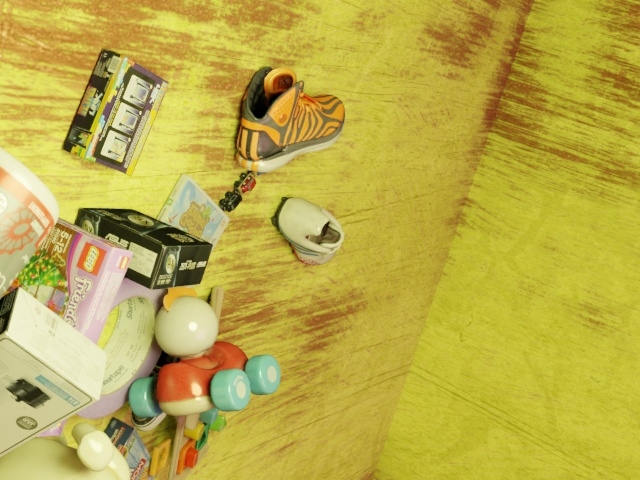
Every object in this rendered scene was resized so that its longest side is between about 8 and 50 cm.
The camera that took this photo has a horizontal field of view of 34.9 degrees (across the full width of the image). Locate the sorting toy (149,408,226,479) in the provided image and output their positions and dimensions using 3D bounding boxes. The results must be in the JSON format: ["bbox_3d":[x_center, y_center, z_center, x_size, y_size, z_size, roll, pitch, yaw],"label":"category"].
[{"bbox_3d":[-0.265,0.416,2.194,0.348,0.047,0.196,-46,147,-61],"label":"sorting toy"}]

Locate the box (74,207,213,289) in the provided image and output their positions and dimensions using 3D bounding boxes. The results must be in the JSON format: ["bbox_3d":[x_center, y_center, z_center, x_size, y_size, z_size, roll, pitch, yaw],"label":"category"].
[{"bbox_3d":[-0.296,0.011,1.685,0.147,0.180,0.077,-1,111,-64],"label":"box"}]

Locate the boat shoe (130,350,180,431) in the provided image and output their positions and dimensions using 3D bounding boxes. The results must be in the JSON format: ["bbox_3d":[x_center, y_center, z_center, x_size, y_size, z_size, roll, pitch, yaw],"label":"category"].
[{"bbox_3d":[-0.321,0.264,1.997,0.070,0.078,0.219,56,51,-63],"label":"boat shoe"}]

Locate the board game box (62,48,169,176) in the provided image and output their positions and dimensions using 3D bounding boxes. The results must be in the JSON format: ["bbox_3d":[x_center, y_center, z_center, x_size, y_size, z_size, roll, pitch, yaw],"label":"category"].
[{"bbox_3d":[-0.321,-0.200,1.614,0.170,0.048,0.141,-68,158,-1],"label":"board game box"}]

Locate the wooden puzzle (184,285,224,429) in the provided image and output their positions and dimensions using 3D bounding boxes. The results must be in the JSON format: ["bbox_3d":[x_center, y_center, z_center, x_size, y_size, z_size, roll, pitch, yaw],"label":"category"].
[{"bbox_3d":[-0.244,0.235,2.084,0.239,0.044,0.221,-87,-172,-67],"label":"wooden puzzle"}]

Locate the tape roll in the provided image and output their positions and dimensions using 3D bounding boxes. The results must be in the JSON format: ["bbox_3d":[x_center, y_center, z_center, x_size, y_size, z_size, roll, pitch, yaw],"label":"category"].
[{"bbox_3d":[-0.377,0.166,1.768,0.275,0.090,0.275,-45,148,-39],"label":"tape roll"}]

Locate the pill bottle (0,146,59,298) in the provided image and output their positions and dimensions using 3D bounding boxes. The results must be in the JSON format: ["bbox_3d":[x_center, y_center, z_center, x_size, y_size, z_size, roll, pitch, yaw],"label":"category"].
[{"bbox_3d":[-0.504,0.047,1.244,0.363,0.210,0.210,-58,155,-19],"label":"pill bottle"}]

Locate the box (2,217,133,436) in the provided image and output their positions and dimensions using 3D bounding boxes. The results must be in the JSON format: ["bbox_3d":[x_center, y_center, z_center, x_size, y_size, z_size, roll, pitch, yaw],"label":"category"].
[{"bbox_3d":[-0.417,0.112,1.496,0.057,0.201,0.293,19,92,-66],"label":"box"}]

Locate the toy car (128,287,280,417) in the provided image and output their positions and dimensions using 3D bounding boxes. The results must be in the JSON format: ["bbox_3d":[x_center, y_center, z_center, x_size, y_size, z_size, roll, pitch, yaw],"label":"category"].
[{"bbox_3d":[-0.220,0.180,1.822,0.210,0.219,0.238,-16,96,-61],"label":"toy car"}]

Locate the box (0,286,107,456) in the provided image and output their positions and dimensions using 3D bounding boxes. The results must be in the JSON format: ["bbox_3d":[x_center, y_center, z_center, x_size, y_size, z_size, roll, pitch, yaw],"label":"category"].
[{"bbox_3d":[-0.450,0.201,1.363,0.169,0.290,0.087,46,25,-33],"label":"box"}]

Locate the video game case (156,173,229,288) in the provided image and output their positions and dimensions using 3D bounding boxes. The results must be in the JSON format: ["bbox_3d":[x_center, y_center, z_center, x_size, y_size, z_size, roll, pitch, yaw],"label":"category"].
[{"bbox_3d":[-0.261,-0.001,1.945,0.193,0.023,0.212,-62,156,-12],"label":"video game case"}]

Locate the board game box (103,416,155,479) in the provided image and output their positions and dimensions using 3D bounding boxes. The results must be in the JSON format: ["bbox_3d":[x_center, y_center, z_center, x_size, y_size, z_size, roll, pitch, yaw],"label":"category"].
[{"bbox_3d":[-0.402,0.471,2.020,0.194,0.060,0.194,-60,155,-16],"label":"board game box"}]

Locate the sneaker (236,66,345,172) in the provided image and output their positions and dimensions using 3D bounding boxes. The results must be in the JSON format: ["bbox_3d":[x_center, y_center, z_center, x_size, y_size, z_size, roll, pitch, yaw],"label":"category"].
[{"bbox_3d":[-0.044,-0.270,2.042,0.321,0.124,0.180,-39,145,-47],"label":"sneaker"}]

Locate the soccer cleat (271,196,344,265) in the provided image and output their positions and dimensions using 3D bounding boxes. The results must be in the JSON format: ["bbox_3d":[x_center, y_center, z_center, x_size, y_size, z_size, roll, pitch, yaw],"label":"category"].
[{"bbox_3d":[0.000,0.000,2.349,0.116,0.143,0.331,-64,156,-7],"label":"soccer cleat"}]

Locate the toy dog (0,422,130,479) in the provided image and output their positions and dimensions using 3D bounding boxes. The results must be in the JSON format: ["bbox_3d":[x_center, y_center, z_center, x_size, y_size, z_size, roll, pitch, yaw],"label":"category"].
[{"bbox_3d":[-0.405,0.455,1.565,0.284,0.408,0.395,-36,141,-49],"label":"toy dog"}]

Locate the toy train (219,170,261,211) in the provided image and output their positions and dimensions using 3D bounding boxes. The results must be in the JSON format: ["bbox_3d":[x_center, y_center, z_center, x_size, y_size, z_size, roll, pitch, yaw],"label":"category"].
[{"bbox_3d":[-0.150,-0.116,2.062,0.158,0.036,0.027,-54,153,-28],"label":"toy train"}]
